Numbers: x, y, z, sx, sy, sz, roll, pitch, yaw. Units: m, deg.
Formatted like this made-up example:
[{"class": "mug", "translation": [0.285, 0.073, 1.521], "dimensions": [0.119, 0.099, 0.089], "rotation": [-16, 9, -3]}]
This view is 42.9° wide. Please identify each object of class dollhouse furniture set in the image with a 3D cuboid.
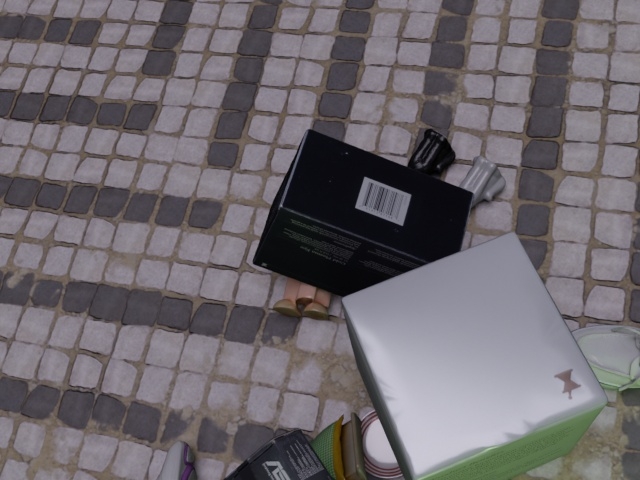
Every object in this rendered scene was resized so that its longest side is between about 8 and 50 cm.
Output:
[{"class": "dollhouse furniture set", "translation": [-0.026, 0.444, 1.481], "dimensions": [0.198, 0.151, 0.301], "rotation": [-35, 33, 22]}]

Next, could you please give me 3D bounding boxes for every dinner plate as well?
[{"class": "dinner plate", "translation": [0.135, 0.406, 1.632], "dimensions": [0.141, 0.017, 0.141], "rotation": [-4, 66, 9]}]

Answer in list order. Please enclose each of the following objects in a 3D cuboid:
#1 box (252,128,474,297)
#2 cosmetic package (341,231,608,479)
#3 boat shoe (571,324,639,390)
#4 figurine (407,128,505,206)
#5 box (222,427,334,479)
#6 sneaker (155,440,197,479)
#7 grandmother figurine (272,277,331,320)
[{"class": "box", "translation": [0.072, -0.021, 1.603], "dimensions": [0.344, 0.312, 0.178], "rotation": [21, 65, -7]}, {"class": "cosmetic package", "translation": [0.258, 0.252, 1.456], "dimensions": [0.330, 0.393, 0.327], "rotation": [-21, 64, -3]}, {"class": "boat shoe", "translation": [0.641, 0.223, 1.530], "dimensions": [0.367, 0.156, 0.135], "rotation": [12, 69, 16]}, {"class": "figurine", "translation": [0.268, -0.108, 1.805], "dimensions": [0.215, 0.092, 0.209], "rotation": [33, 84, 22]}, {"class": "box", "translation": [-0.046, 0.547, 1.268], "dimensions": [0.318, 0.097, 0.394], "rotation": [-43, 71, 23]}, {"class": "sneaker", "translation": [-0.339, 0.544, 1.613], "dimensions": [0.152, 0.114, 0.305], "rotation": [7, 68, 14]}, {"class": "grandmother figurine", "translation": [0.000, 0.000, 1.799], "dimensions": [0.208, 0.104, 0.342], "rotation": [8, 70, 4]}]
